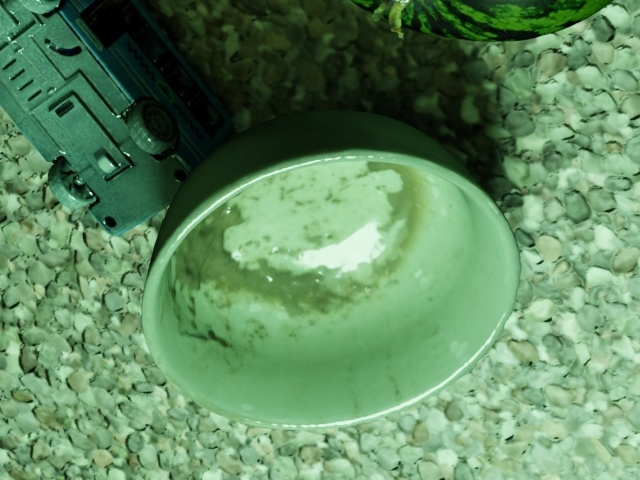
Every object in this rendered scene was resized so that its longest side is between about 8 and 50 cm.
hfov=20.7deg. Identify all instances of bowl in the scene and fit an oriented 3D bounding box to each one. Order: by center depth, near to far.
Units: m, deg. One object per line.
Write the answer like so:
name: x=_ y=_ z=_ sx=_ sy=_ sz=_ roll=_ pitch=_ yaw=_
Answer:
bowl: x=0.000 y=0.000 z=1.352 sx=0.289 sy=0.146 sz=0.289 roll=-5 pitch=133 yaw=-6

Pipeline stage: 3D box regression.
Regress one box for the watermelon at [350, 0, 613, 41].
watermelon: x=0.106 y=-0.258 z=1.144 sx=0.269 sy=0.269 sz=0.269 roll=9 pitch=119 yaw=17

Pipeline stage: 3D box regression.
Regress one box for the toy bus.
toy bus: x=-0.188 y=-0.137 z=1.385 sx=0.113 sy=0.134 sz=0.246 roll=-31 pitch=103 yaw=34
